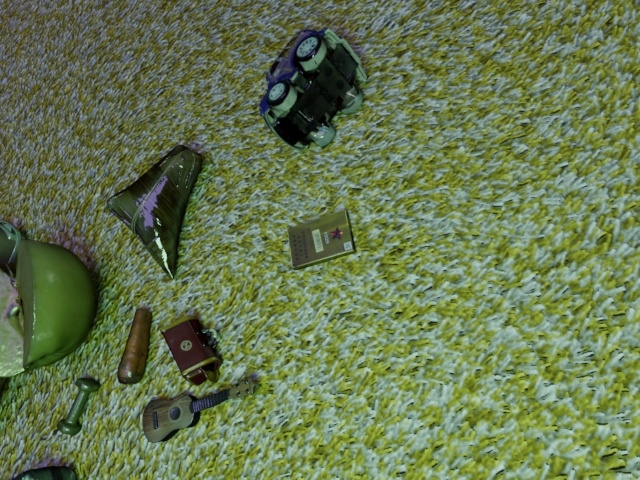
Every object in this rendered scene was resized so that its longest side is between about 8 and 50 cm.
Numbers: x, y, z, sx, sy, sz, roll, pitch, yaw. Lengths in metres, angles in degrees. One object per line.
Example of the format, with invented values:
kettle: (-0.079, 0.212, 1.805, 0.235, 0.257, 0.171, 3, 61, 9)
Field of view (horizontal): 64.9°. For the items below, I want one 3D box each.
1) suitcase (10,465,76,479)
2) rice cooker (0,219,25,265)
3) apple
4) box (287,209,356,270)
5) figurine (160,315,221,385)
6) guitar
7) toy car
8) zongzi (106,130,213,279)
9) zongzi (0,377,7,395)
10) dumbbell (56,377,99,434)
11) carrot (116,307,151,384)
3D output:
suitcase: (-0.552, 0.617, 0.972, 0.202, 0.128, 0.312, -37, 62, 8)
rice cooker: (-0.862, 0.047, 1.303, 0.145, 0.127, 0.206, 28, 93, 27)
apple: (-0.635, 0.150, 1.111, 0.295, 0.233, 0.258, -26, 80, 12)
box: (0.000, 0.000, 1.009, 0.133, 0.023, 0.090, -18, 68, 16)
figurine: (-0.242, 0.223, 1.015, 0.098, 0.082, 0.154, -33, 61, -12)
guitar: (-0.233, 0.322, 0.987, 0.271, 0.038, 0.084, -24, 65, 17)
toy car: (-0.034, -0.321, 1.065, 0.235, 0.172, 0.158, -52, 45, 3)
zongzi: (-0.317, -0.075, 1.139, 0.247, 0.111, 0.241, -42, 79, -2)
zongzi: (-0.804, 0.331, 1.204, 0.134, 0.288, 0.286, 20, 118, -3)
dumbbell: (-0.528, 0.360, 1.098, 0.052, 0.046, 0.118, 17, 80, 32)
carrot: (-0.397, 0.229, 1.086, 0.055, 0.055, 0.161, -4, 64, 22)
